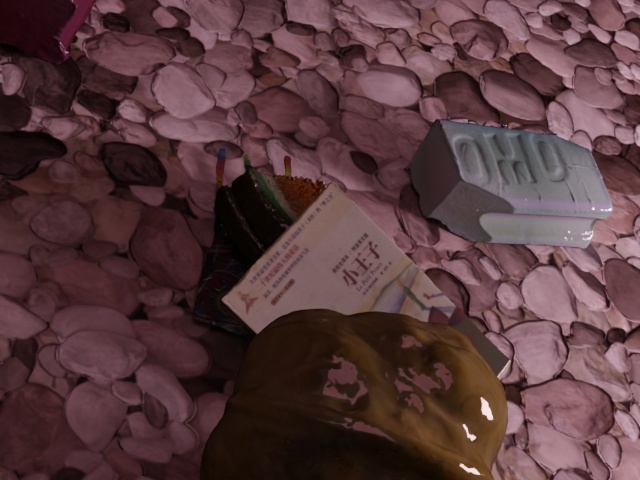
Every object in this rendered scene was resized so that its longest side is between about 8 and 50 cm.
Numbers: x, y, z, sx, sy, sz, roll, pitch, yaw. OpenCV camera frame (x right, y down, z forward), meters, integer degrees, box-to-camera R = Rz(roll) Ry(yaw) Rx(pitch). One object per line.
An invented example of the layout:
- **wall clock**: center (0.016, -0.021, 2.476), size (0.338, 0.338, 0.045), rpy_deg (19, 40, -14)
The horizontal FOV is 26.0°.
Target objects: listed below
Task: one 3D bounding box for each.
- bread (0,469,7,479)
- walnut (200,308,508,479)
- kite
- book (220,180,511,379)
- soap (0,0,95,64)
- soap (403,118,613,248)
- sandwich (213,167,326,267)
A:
- **bread**: center (-0.443, 0.201, 1.105), size (0.329, 0.245, 0.424), rpy_deg (-21, 60, -40)
- **walnut**: center (0.030, 0.204, 1.303), size (0.277, 0.253, 0.282), rpy_deg (19, 45, -7)
- **kite**: center (-0.074, 0.002, 1.612), size (0.152, 0.015, 0.285), rpy_deg (12, 49, -18)
- **book**: center (0.054, 0.102, 1.491), size (0.289, 0.026, 0.201), rpy_deg (44, 63, -3)
- **soap**: center (-0.368, -0.404, 1.771), size (0.233, 0.128, 0.359), rpy_deg (21, 46, -4)
- **soap**: center (0.237, -0.073, 1.762), size (0.230, 0.091, 0.145), rpy_deg (3, 49, -23)
- **sandwich**: center (0.000, 0.005, 1.579), size (0.159, 0.079, 0.235), rpy_deg (-22, 67, -40)
